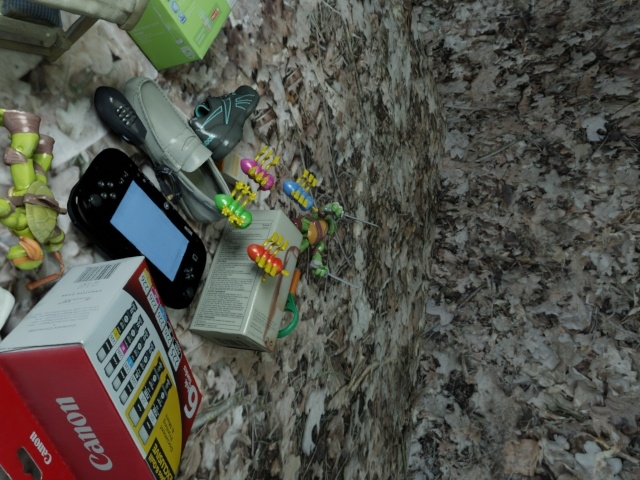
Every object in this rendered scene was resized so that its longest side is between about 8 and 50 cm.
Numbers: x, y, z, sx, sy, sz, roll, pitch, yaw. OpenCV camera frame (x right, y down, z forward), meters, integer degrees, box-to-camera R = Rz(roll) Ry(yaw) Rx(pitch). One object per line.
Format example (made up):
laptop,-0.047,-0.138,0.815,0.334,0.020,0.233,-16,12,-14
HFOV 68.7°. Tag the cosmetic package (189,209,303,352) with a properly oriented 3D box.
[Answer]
cosmetic package,-0.159,0.088,1.063,0.129,0.153,0.296,50,48,-51

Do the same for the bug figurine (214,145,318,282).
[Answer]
bug figurine,-0.110,-0.063,0.979,0.216,0.072,0.279,46,48,-26

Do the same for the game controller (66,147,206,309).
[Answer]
game controller,-0.316,-0.013,0.856,0.319,0.067,0.166,60,39,-44

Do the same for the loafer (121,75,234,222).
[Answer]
loafer,-0.263,-0.170,0.912,0.319,0.111,0.112,64,36,-38

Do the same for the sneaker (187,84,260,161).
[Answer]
sneaker,-0.210,-0.287,1.034,0.106,0.101,0.267,37,36,-23

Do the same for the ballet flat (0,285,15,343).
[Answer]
ballet flat,-0.452,0.221,0.533,0.139,0.139,0.400,40,51,-55

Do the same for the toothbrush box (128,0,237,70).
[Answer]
toothbrush box,-0.300,-0.496,0.846,0.283,0.122,0.206,55,43,-48

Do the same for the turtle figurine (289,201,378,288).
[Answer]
turtle figurine,0.000,0.000,1.282,0.266,0.198,0.275,-14,60,-45

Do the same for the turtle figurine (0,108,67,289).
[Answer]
turtle figurine,-0.390,-0.055,0.613,0.269,0.087,0.217,89,-7,-79

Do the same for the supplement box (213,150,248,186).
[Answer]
supplement box,-0.210,-0.172,1.094,0.098,0.036,0.062,30,63,-59

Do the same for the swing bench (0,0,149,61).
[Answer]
swing bench,-0.372,-0.338,0.558,0.253,0.254,0.165,-23,109,-60

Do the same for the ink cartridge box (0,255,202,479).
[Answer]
ink cartridge box,-0.309,0.228,0.681,0.272,0.130,0.310,-85,165,-61

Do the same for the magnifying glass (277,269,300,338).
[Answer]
magnifying glass,-0.090,0.169,1.276,0.231,0.092,0.026,-77,148,-46

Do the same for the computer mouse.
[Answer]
computer mouse,-0.323,-0.159,0.834,0.041,0.071,0.242,-57,133,-38
